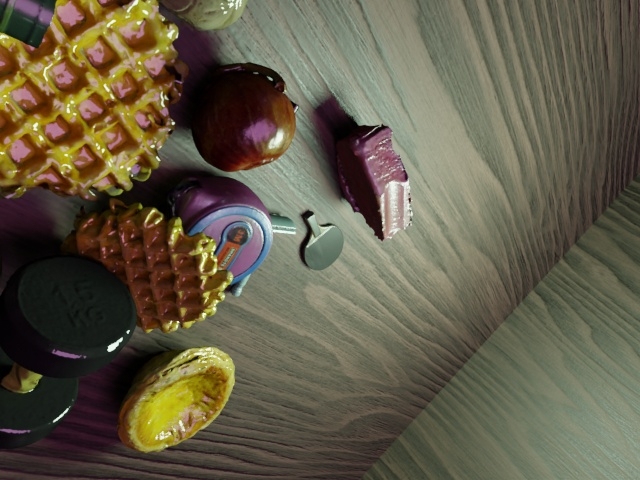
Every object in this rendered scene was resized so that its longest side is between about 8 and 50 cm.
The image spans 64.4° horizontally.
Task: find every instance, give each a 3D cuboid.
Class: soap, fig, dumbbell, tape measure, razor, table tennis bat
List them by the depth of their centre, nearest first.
[{"bbox_3d":[-0.480,0.194,0.872,0.204,0.203,0.322,12,132,-46],"label":"dumbbell"},{"bbox_3d":[-0.139,-0.224,0.922,0.205,0.205,0.205,-24,135,-26],"label":"fig"},{"bbox_3d":[-0.227,-0.019,1.040,0.245,0.149,0.231,19,111,-41],"label":"tape measure"},{"bbox_3d":[0.128,-0.154,1.215,0.112,0.182,0.289,-33,144,-14],"label":"soap"},{"bbox_3d":[-0.156,0.040,1.216,0.106,0.068,0.231,6,122,-43],"label":"razor"},{"bbox_3d":[0.000,0.000,1.349,0.130,0.019,0.220,-38,141,-13],"label":"table tennis bat"}]

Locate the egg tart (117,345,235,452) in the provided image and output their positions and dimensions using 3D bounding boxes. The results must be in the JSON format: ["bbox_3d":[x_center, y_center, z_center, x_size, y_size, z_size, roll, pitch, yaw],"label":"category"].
[{"bbox_3d":[-0.358,0.369,1.248,0.319,0.128,0.318,-26,137,-27],"label":"egg tart"}]

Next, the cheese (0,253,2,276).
[{"bbox_3d":[-0.577,0.037,0.764,0.091,0.175,0.202,-31,171,16],"label":"cheese"}]

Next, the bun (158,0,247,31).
[{"bbox_3d":[-0.172,-0.412,0.783,0.167,0.113,0.173,-39,137,-11],"label":"bun"}]

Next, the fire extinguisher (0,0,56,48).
[{"bbox_3d":[-0.448,-0.320,0.545,0.295,0.093,0.118,19,91,-39],"label":"fire extinguisher"}]

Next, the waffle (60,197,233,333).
[{"bbox_3d":[-0.319,0.056,0.922,0.062,0.330,0.329,-70,166,-50],"label":"waffle"}]

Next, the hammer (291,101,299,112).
[{"bbox_3d":[-0.114,-0.286,1.016,0.178,0.021,0.065,28,100,-47],"label":"hammer"}]

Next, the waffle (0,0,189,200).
[{"bbox_3d":[-0.395,-0.234,0.750,0.382,0.095,0.379,5,117,-40],"label":"waffle"}]
